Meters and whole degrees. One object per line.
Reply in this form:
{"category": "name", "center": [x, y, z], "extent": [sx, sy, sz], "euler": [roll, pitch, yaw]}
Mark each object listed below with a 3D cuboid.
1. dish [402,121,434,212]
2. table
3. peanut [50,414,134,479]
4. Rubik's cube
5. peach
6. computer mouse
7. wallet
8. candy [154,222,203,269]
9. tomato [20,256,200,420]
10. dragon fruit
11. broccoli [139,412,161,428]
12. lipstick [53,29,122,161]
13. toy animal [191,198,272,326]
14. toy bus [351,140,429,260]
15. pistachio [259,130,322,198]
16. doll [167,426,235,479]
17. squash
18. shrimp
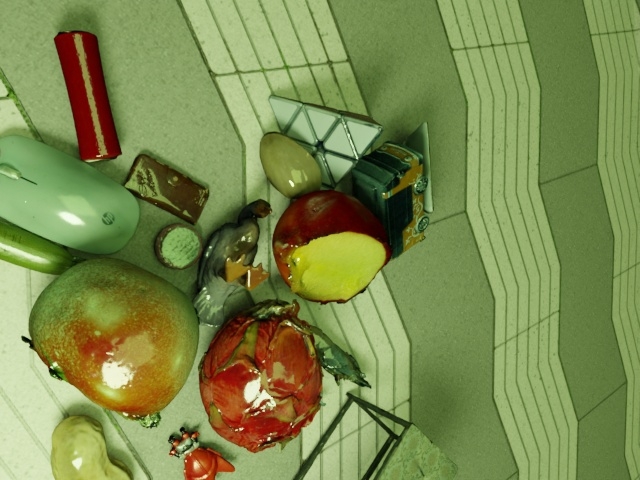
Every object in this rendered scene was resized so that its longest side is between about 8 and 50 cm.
{"category": "dish", "center": [0.270, -0.195, 1.430], "extent": [0.080, 0.182, 0.244], "euler": [-3, 91, 11]}
{"category": "table", "center": [0.114, 0.615, 1.285], "extent": [0.222, 0.272, 0.335], "euler": [48, 69, -24]}
{"category": "peanut", "center": [-0.445, 0.469, 1.006], "extent": [0.125, 0.111, 0.275], "euler": [-26, 107, -34]}
{"category": "Rubik's cube", "center": [0.035, -0.252, 1.258], "extent": [0.229, 0.233, 0.229], "euler": [58, 13, -61]}
{"category": "peach", "center": [0.000, 0.000, 1.192], "extent": [0.258, 0.201, 0.361], "euler": [-45, 145, 22]}
{"category": "computer mouse", "center": [-0.483, -0.077, 0.958], "extent": [0.288, 0.097, 0.160], "euler": [32, 78, -31]}
{"category": "wallet", "center": [-0.329, -0.110, 1.098], "extent": [0.176, 0.026, 0.095], "euler": [30, 74, -32]}
{"category": "candy", "center": [-0.310, 0.013, 1.108], "extent": [0.103, 0.043, 0.103], "euler": [-3, 97, -31]}
{"category": "tomato", "center": [-0.361, 0.169, 0.939], "extent": [0.303, 0.303, 0.239], "euler": [45, 71, -27]}
{"category": "dragon fruit", "center": [-0.126, 0.301, 1.115], "extent": [0.277, 0.277, 0.343], "euler": [-16, 103, -32]}
{"category": "broccoli", "center": [-0.357, 0.339, 1.070], "extent": [0.095, 0.091, 0.097], "euler": [53, 47, -38]}
{"category": "lipstick", "center": [-0.447, -0.274, 0.980], "extent": [0.080, 0.080, 0.241], "euler": [-14, 101, -32]}
{"category": "toy animal", "center": [-0.193, 0.047, 1.114], "extent": [0.122, 0.185, 0.298], "euler": [21, 107, -34]}
{"category": "toy bus", "center": [0.179, -0.099, 1.315], "extent": [0.167, 0.138, 0.275], "euler": [-33, 136, -25]}
{"category": "pistachio", "center": [-0.077, -0.175, 1.208], "extent": [0.185, 0.126, 0.108], "euler": [46, 29, -12]}
{"category": "doll", "center": [-0.278, 0.500, 1.149], "extent": [0.109, 0.057, 0.169], "euler": [-38, 113, -24]}
{"category": "squash", "center": [-0.556, 0.012, 0.931], "extent": [0.252, 0.066, 0.066], "euler": [29, 77, -30]}
{"category": "shrimp", "center": [0.002, 0.347, 1.320], "extent": [0.289, 0.075, 0.178], "euler": [44, 78, -28]}
